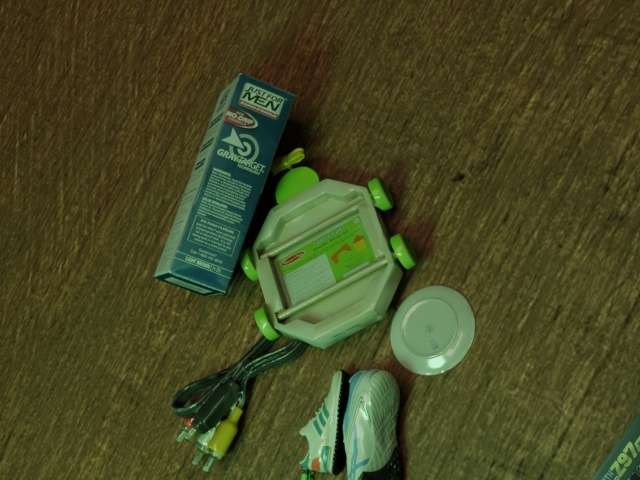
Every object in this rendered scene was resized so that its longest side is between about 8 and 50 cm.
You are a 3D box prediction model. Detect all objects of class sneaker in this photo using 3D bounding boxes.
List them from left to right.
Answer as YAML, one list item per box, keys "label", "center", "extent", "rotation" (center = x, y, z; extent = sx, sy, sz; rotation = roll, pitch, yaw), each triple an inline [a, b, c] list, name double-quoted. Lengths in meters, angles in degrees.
- label: "sneaker"
  center: [0.004, 0.275, 1.900]
  extent: [0.075, 0.057, 0.161]
  rotation: [0, 75, 25]
- label: "sneaker"
  center: [0.070, 0.309, 1.843]
  extent: [0.086, 0.085, 0.237]
  rotation: [-15, 65, 55]

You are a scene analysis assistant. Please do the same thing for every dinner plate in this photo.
- label: "dinner plate"
  center: [0.166, 0.134, 1.882]
  extent: [0.141, 0.017, 0.141]
  rotation: [-11, 68, 28]

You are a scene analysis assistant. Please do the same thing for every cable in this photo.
- label: "cable"
  center: [-0.132, 0.233, 2.017]
  extent: [0.287, 0.072, 0.139]
  rotation: [-47, 45, -7]

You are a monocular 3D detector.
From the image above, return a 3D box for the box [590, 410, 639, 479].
- label: "box"
  center: [0.432, 0.358, 1.607]
  extent: [0.183, 0.059, 0.232]
  rotation: [36, 93, 35]

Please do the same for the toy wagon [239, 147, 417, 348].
- label: "toy wagon"
  center: [0.000, 0.000, 1.991]
  extent: [0.267, 0.068, 0.344]
  rotation: [-28, 53, 13]

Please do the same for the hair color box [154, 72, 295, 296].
- label: "hair color box"
  center: [-0.160, -0.087, 2.061]
  extent: [0.174, 0.105, 0.347]
  rotation: [166, 123, -74]

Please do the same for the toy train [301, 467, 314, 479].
- label: "toy train"
  center: [-0.024, 0.386, 1.895]
  extent: [0.017, 0.024, 0.083]
  rotation: [-5, 69, 30]
